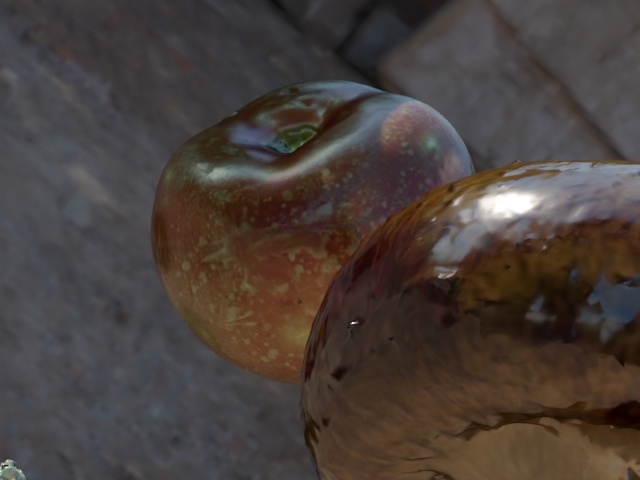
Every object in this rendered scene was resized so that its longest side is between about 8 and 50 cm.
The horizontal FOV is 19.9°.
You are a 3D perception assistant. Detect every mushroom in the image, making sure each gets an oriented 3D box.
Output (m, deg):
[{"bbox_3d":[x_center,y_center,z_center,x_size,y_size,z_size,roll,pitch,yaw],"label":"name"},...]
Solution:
[{"bbox_3d":[0.136,0.142,0.998,0.334,0.356,0.331,33,-16,-32],"label":"mushroom"}]

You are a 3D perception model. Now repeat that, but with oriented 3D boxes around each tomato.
[{"bbox_3d":[0.000,0.000,1.496,0.270,0.270,0.223,-118,-166,-67],"label":"tomato"}]

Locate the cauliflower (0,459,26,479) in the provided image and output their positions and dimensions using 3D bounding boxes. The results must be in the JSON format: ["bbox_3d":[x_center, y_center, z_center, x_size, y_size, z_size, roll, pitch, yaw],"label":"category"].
[{"bbox_3d":[-0.326,0.316,1.811,0.315,0.239,0.256,2,16,3],"label":"cauliflower"}]
